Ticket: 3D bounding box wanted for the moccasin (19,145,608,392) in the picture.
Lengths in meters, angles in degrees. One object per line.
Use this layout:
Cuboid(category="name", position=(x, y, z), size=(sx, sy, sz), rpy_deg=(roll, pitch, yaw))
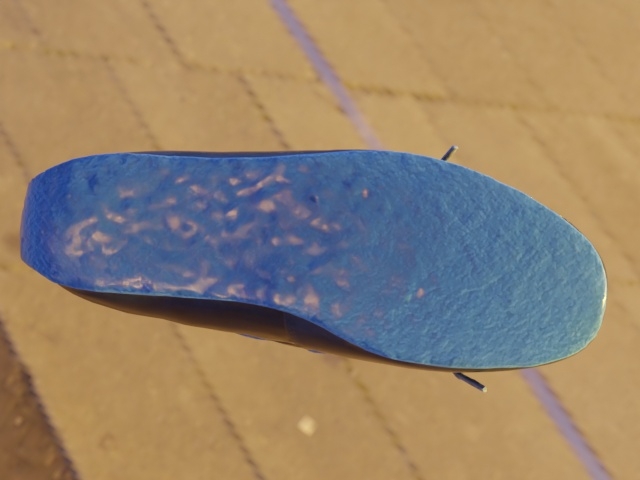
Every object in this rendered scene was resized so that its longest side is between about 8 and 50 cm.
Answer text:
Cuboid(category="moccasin", position=(0.000, 0.000, 1.154), size=(0.342, 0.137, 0.117), rpy_deg=(13, -6, 9))
